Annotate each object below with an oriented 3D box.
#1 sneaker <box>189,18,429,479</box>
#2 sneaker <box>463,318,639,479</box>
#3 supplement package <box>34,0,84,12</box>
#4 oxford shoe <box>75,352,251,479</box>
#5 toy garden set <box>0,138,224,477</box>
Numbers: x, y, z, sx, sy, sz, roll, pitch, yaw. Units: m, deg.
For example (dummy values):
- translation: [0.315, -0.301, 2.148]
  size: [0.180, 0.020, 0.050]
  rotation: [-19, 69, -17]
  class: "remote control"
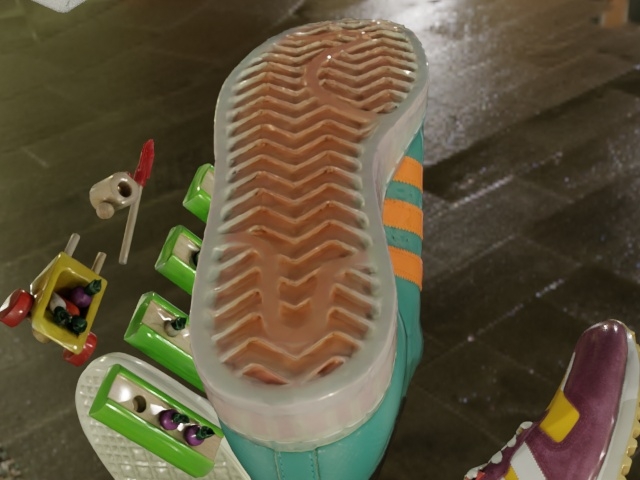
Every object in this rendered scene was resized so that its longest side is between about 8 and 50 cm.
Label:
- translation: [0.000, 0.000, 0.489]
  size: [0.108, 0.121, 0.302]
  rotation: [2, 42, 8]
  class: "sneaker"
- translation: [0.075, 0.110, 0.400]
  size: [0.084, 0.069, 0.185]
  rotation: [17, 68, 18]
  class: "sneaker"
- translation: [-0.151, -0.251, 0.367]
  size: [0.263, 0.198, 0.199]
  rotation: [25, 31, 0]
  class: "supplement package"
- translation: [-0.065, 0.265, 1.057]
  size: [0.449, 0.169, 0.130]
  rotation: [35, 37, -4]
  class: "oxford shoe"
- translation: [-0.118, 0.030, 0.770]
  size: [0.049, 0.204, 0.244]
  rotation: [-20, 41, 43]
  class: "toy garden set"
